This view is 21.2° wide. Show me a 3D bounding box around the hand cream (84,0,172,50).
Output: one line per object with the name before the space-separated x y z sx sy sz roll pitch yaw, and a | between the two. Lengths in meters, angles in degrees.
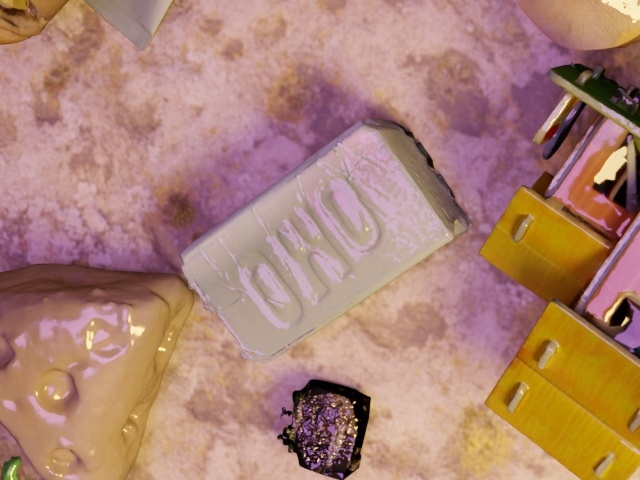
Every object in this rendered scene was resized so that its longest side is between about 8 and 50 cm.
hand cream | -0.138 -0.350 1.737 0.109 0.067 0.320 41 116 9

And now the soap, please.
soap | 0.000 0.000 1.702 0.261 0.094 0.150 -35 84 20

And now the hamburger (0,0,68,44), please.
hamburger | -0.364 -0.322 1.687 0.176 0.300 0.300 -41 83 4

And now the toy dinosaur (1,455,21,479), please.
toy dinosaur | -0.311 0.461 1.854 0.374 0.144 0.500 4 94 24

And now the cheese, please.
cheese | -0.282 0.136 1.784 0.248 0.173 0.251 16 107 16

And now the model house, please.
model house | 0.248 0.055 1.490 0.300 0.340 0.323 35 106 10

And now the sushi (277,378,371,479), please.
sushi | 0.002 0.189 1.746 0.085 0.056 0.083 17 103 16

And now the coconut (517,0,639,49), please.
coconut | 0.250 -0.243 1.543 0.147 0.153 0.147 4 98 26
